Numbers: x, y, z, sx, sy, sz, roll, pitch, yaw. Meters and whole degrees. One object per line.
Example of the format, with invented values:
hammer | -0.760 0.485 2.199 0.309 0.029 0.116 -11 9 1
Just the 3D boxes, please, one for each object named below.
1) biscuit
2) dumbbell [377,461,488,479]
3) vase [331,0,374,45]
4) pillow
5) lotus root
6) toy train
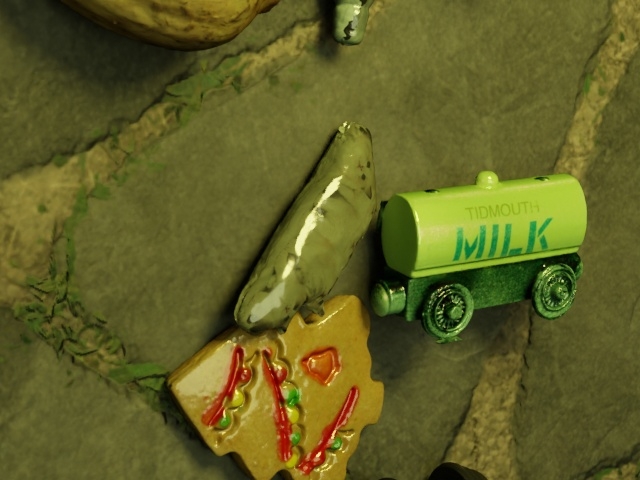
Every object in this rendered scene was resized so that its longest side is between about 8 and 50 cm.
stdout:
biscuit | -0.039 0.151 1.390 0.239 0.041 0.212 9 94 -33
dumbbell | 0.106 0.283 1.463 0.209 0.099 0.099 -7 101 -32
vase | 0.041 -0.289 1.363 0.060 0.060 0.211 7 92 -32
pillow | 0.001 -0.001 1.381 0.093 0.051 0.241 44 65 -36
lotus root | -0.139 -0.235 1.214 0.257 0.154 0.140 12 56 -17
toy train | 0.163 0.005 1.448 0.253 0.105 0.157 -8 110 -28
